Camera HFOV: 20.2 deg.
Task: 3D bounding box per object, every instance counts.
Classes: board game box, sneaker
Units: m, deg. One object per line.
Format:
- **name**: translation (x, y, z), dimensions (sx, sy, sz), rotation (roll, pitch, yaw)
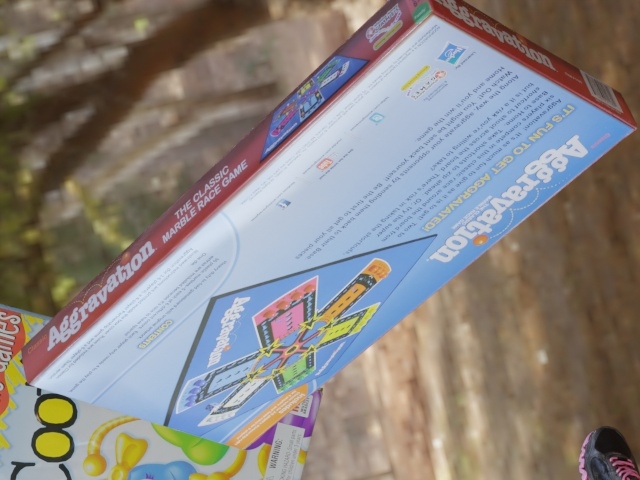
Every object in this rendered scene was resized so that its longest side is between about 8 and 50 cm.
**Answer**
- **board game box**: translation (-0.159, 0.146, 1.381), dimensions (0.144, 0.275, 0.142), rotation (165, 120, -77)
- **board game box**: translation (0.000, 0.000, 0.853), dimensions (0.145, 0.281, 0.027), rotation (24, -144, -39)
- **sneaker**: translation (0.223, 0.182, 1.311), dimensions (0.057, 0.047, 0.119), rotation (118, 154, -48)
